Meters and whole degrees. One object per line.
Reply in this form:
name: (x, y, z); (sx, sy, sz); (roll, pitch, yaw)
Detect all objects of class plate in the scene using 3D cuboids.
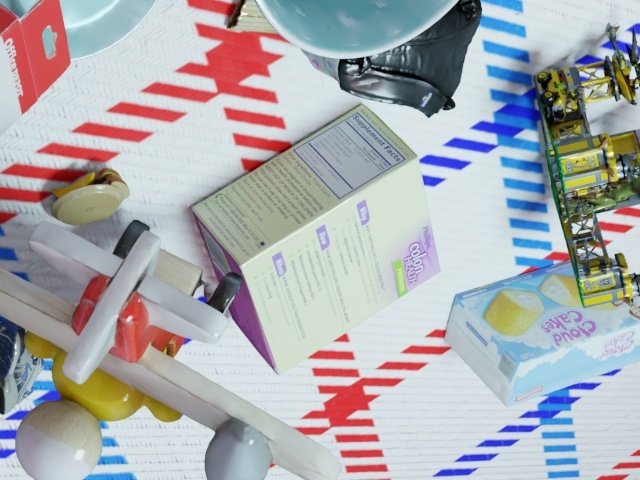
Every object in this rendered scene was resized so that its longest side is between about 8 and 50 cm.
plate: (-0.227, -0.253, 1.475); (0.188, 0.024, 0.188); (-24, 139, -22)

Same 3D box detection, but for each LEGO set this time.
LEGO set: (0.392, -0.087, 1.982); (0.192, 0.255, 0.331); (-13, 128, 6)

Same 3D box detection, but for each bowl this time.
bowl: (0.018, -0.346, 1.474); (0.311, 0.163, 0.312); (-22, 132, -26)

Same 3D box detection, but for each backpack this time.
backpack: (0.069, -0.212, 1.667); (0.182, 0.115, 0.152); (-7, 119, -37)

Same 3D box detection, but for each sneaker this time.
sneaker: (-0.334, 0.130, 1.732); (0.058, 0.052, 0.135); (-25, 147, -36)

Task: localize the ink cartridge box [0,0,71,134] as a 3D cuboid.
ink cartridge box: (-0.331, -0.136, 1.397); (0.231, 0.078, 0.134); (-47, 164, -22)

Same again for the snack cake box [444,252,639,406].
snack cake box: (0.326, 0.122, 2.209); (0.264, 0.152, 0.089); (-15, 134, -31)

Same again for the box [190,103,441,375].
box: (0.000, 0.000, 1.838); (0.243, 0.117, 0.213); (-32, 141, -12)

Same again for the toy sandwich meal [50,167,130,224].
toy sandwich meal: (-0.244, -0.046, 1.651); (0.085, 0.029, 0.085); (-15, 156, -7)

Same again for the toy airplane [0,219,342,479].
toy airplane: (-0.208, 0.119, 1.529); (0.384, 0.386, 0.272); (31, 87, -44)

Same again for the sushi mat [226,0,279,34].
sushi mat: (0.052, -0.279, 1.699); (0.316, 0.019, 0.151); (0, 125, -41)
